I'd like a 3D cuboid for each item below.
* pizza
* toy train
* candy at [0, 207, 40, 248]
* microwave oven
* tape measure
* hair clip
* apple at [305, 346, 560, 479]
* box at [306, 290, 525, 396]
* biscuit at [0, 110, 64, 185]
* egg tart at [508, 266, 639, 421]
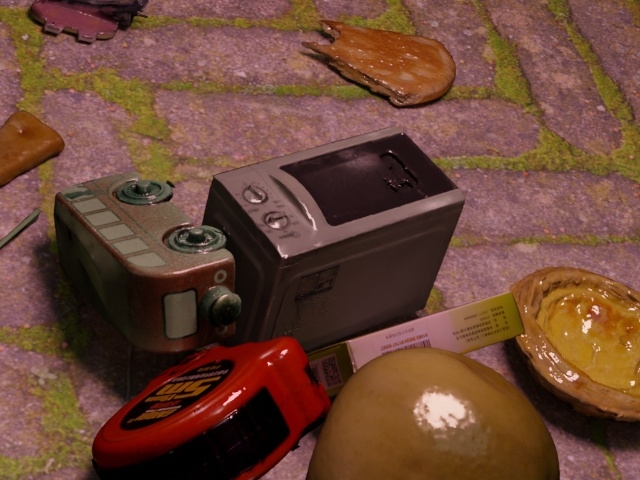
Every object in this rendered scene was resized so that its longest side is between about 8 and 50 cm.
[{"bbox_3d":[0.094,-0.288,2.401,0.262,0.034,0.181,13,42,-8],"label":"pizza"},{"bbox_3d":[-0.215,0.025,1.827,0.159,0.129,0.326,-16,32,-27],"label":"toy train"},{"bbox_3d":[-0.426,0.026,1.870,0.077,0.073,0.262,42,36,-2],"label":"candy"},{"bbox_3d":[0.000,0.000,1.915,0.295,0.237,0.181,-18,53,-33],"label":"microwave oven"},{"bbox_3d":[-0.133,0.212,1.658,0.260,0.253,0.114,-38,105,-38],"label":"tape measure"},{"bbox_3d":[-0.360,-0.361,2.305,0.187,0.056,0.146,7,44,-1],"label":"hair clip"},{"bbox_3d":[0.123,0.267,1.639,0.254,0.292,0.292,22,40,26],"label":"apple"},{"bbox_3d":[0.101,0.136,1.856,0.260,0.175,0.062,-14,84,-32],"label":"box"},{"bbox_3d":[-0.465,-0.140,2.038,0.174,0.039,0.183,37,45,22],"label":"biscuit"},{"bbox_3d":[0.368,0.149,2.011,0.279,0.095,0.279,15,42,-14],"label":"egg tart"}]
